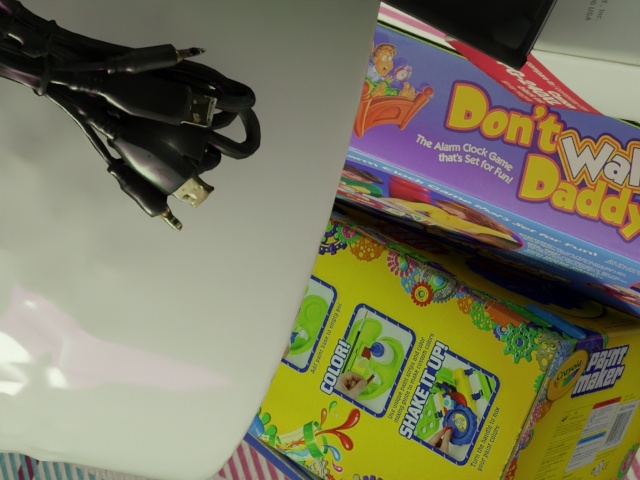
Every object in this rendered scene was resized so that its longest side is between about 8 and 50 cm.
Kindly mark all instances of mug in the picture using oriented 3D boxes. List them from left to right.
[{"bbox_3d":[-0.157,-0.109,0.521,0.328,0.276,0.374,13,138,-12],"label":"mug"}]

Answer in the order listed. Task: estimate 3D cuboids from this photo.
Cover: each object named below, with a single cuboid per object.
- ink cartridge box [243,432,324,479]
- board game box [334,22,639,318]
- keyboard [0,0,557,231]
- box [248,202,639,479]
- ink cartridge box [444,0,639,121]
[{"bbox_3d":[0.037,0.178,1.275,0.307,0.072,0.303,5,-158,-45],"label":"ink cartridge box"},{"bbox_3d":[0.128,-0.037,1.026,0.347,0.078,0.233,21,174,-5],"label":"board game box"},{"bbox_3d":[-0.069,-0.127,0.386,0.317,0.201,0.033,24,-173,-22],"label":"keyboard"},{"bbox_3d":[0.091,0.085,1.205,0.279,0.177,0.290,28,-166,27],"label":"box"},{"bbox_3d":[0.128,-0.089,0.464,0.150,0.109,0.063,15,171,38],"label":"ink cartridge box"}]
